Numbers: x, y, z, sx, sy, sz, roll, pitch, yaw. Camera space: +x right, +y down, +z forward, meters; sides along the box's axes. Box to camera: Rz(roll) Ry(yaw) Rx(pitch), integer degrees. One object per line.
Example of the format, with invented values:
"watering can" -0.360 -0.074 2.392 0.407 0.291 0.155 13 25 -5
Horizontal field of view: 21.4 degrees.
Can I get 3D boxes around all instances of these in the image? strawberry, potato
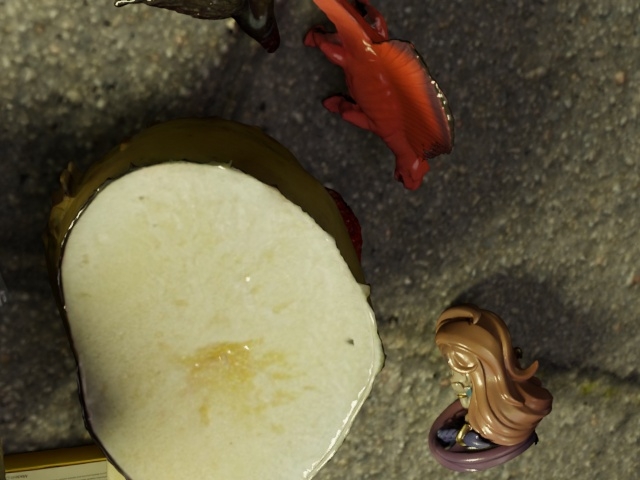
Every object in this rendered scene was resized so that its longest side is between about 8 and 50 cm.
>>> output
"strawberry" 0.000 0.000 1.434 0.096 0.083 0.083 29 96 -45
"potato" -0.081 0.045 1.319 0.247 0.196 0.299 -10 111 2

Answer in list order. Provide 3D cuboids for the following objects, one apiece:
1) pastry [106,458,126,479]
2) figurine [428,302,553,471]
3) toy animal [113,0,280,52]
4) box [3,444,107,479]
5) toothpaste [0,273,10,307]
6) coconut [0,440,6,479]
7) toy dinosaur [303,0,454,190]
"pastry" -0.107 0.178 1.428 0.156 0.092 0.156 -7 99 -53
"figurine" 0.159 0.133 1.574 0.126 0.114 0.157 -34 130 -58
"toy animal" -0.094 -0.199 1.294 0.105 0.070 0.202 -49 136 10
"box" -0.244 0.291 1.453 0.129 0.033 0.247 -3 114 -32
"toothpaste" -0.308 -0.050 1.228 0.114 0.073 0.299 -23 131 -21
"coconut" -0.346 0.177 1.141 0.329 0.329 0.328 -14 120 -26
"toy dinosaur" 0.047 -0.148 1.345 0.070 0.139 0.286 -32 126 -15
